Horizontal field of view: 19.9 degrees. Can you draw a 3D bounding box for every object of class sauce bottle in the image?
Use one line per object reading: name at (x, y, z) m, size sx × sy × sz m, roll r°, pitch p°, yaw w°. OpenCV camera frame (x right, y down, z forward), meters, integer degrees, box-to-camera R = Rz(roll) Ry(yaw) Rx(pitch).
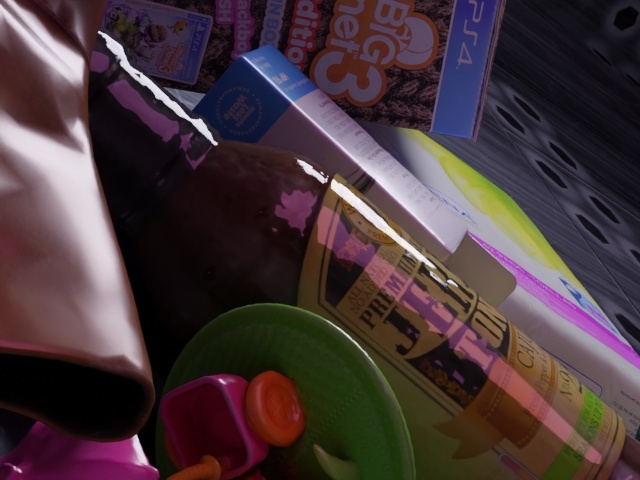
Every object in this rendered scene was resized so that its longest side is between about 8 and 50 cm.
sauce bottle at (0.003, 0.036, 0.834) m, size 0.344 × 0.111 × 0.111 m, roll 40°, pitch 17°, yaw -7°

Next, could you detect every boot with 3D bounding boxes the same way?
boot at (-0.185, -0.072, 0.616) m, size 0.264 × 0.096 × 0.280 m, roll 24°, pitch 43°, yaw -35°

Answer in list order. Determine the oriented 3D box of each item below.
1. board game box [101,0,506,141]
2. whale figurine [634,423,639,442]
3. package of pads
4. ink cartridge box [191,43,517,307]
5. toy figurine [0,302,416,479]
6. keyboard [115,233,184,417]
board game box at (-0.036, -0.182, 1.116) m, size 0.291 × 0.141 × 0.232 m, roll 10°, pitch 20°, yaw -1°
whale figurine at (0.232, 0.178, 0.902) m, size 0.216 × 0.272 × 0.141 m, roll 13°, pitch 21°, yaw 37°
package of pads at (0.070, 0.022, 1.128) m, size 0.229 × 0.101 × 0.296 m, roll 32°, pitch 14°, yaw -32°
ink cartridge box at (0.000, 0.000, 0.921) m, size 0.180 × 0.104 × 0.060 m, roll 43°, pitch 17°, yaw 2°
toy figurine at (-0.054, 0.117, 0.662) m, size 0.159 × 0.130 × 0.173 m, roll -9°, pitch 77°, yaw -53°
keyboard at (-0.028, 0.086, 0.885) m, size 0.317 × 0.033 × 0.201 m, roll 53°, pitch 20°, yaw 27°
